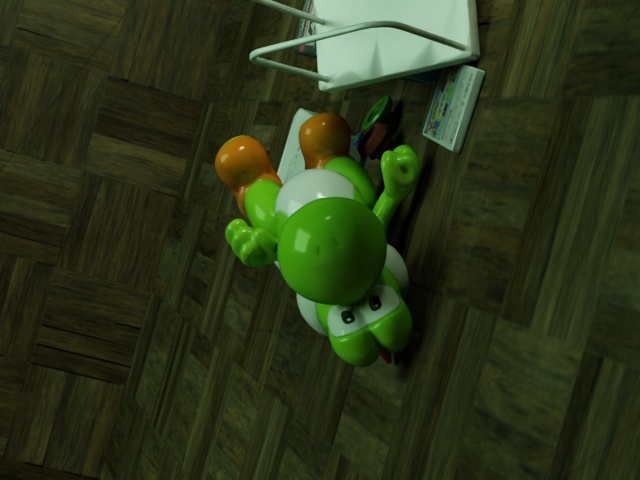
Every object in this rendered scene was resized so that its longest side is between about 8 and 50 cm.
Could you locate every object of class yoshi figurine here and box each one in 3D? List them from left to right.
[{"bbox_3d":[0.002,-0.024,1.766,0.203,0.203,0.362,-57,32,21],"label":"yoshi figurine"}]

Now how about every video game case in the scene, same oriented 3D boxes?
[{"bbox_3d":[0.138,-0.142,1.747,0.122,0.011,0.087,-133,59,-74],"label":"video game case"}]

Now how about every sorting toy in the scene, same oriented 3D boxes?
[{"bbox_3d":[0.071,-0.121,1.948,0.061,0.042,0.102,-44,18,36],"label":"sorting toy"}]

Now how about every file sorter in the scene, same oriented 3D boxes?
[{"bbox_3d":[0.031,-0.318,1.724,0.193,0.173,0.278,-9,79,34],"label":"file sorter"}]

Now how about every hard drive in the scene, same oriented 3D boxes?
[{"bbox_3d":[-0.016,-0.058,2.205,0.307,0.040,0.203,-137,63,-74],"label":"hard drive"}]

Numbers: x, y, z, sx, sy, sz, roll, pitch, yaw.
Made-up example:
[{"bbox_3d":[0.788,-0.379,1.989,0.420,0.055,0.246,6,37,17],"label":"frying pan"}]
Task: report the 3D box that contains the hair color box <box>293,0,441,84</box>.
[{"bbox_3d":[0.069,-0.286,1.983,0.347,0.105,0.174,-148,73,-75],"label":"hair color box"}]
